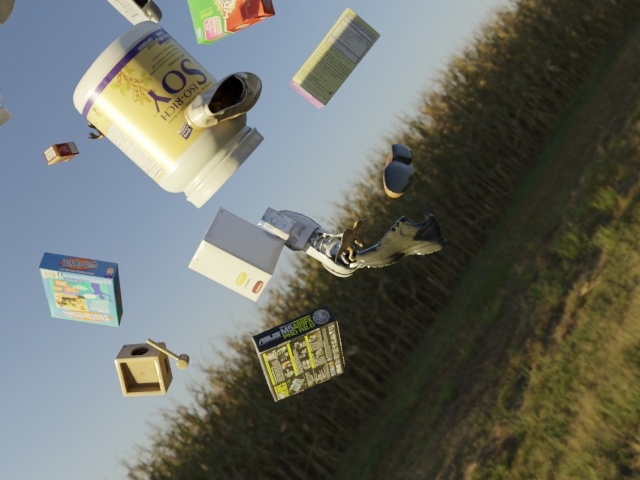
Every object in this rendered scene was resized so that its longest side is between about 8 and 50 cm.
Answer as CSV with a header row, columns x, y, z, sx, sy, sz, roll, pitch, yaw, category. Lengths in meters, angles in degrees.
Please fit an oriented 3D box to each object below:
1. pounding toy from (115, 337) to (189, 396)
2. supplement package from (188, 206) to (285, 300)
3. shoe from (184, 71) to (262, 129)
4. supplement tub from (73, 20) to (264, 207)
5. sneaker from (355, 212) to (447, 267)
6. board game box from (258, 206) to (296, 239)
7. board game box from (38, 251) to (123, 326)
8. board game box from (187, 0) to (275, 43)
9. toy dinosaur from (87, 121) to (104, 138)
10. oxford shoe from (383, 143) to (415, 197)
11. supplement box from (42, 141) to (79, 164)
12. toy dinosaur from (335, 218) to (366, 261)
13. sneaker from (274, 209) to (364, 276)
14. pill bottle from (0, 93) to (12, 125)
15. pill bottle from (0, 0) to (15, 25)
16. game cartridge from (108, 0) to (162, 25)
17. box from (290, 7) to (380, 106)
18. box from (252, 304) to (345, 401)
x,y,z,sx,sy,sz,roll,pitch,yaw,category
-0.470,0.340,2.065,0.094,0.206,0.181,-82,-14,-67,pounding toy
-0.284,0.046,2.480,0.145,0.262,0.204,-57,10,37,supplement package
-0.170,-0.273,1.376,0.058,0.076,0.219,-27,13,42,shoe
-0.303,-0.251,1.474,0.241,0.331,0.241,-45,10,11,supplement tub
0.241,-0.002,2.240,0.286,0.130,0.109,-18,11,3,sneaker
-0.118,-0.048,1.977,0.020,0.090,0.090,-60,3,28,board game box
-0.534,0.114,1.624,0.210,0.160,0.047,106,171,-52,board game box
-0.318,-0.839,2.467,0.316,0.242,0.064,-12,4,36,board game box
-0.652,-0.349,2.191,0.112,0.211,0.064,-25,36,31,toy dinosaur
0.190,-0.158,1.799,0.212,0.076,0.076,-71,2,-54,oxford shoe
-0.773,-0.261,2.148,0.055,0.043,0.083,-27,0,30,supplement box
0.076,0.013,2.079,0.183,0.053,0.093,-56,-36,-30,toy dinosaur
0.000,0.000,2.532,0.137,0.366,0.210,-59,11,-13,sneaker
-0.876,-0.365,1.793,0.117,0.208,0.117,-31,26,17,pill bottle
-0.887,-0.635,1.753,0.169,0.301,0.169,-34,-37,-31,pill bottle
-0.595,-0.738,2.076,0.062,0.297,0.198,-49,27,-7,game cartridge
0.034,-0.504,2.021,0.243,0.117,0.213,-51,9,4,box
-0.052,0.304,1.914,0.216,0.060,0.270,-22,-39,-9,box
